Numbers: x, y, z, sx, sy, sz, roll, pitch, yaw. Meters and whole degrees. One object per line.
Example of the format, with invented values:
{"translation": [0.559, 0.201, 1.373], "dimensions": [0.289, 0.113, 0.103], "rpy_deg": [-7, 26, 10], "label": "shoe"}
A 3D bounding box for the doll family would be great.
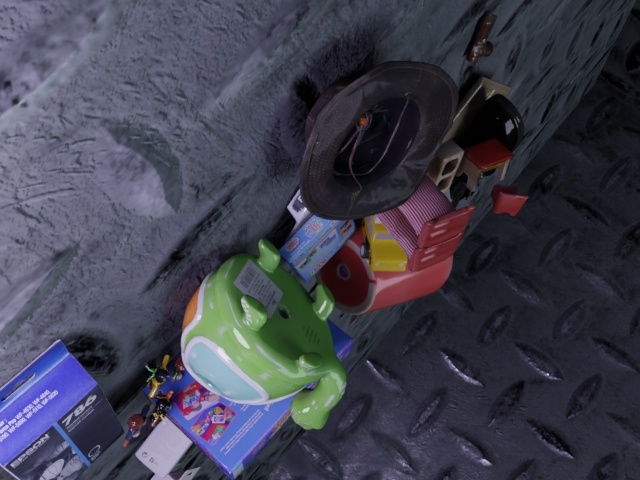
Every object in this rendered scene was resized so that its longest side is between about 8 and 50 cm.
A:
{"translation": [-0.290, 0.275, 1.247], "dimensions": [0.111, 0.076, 0.193], "rpy_deg": [139, -31, -66], "label": "doll family"}

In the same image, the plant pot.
{"translation": [0.133, 0.042, 1.661], "dimensions": [0.243, 0.275, 0.275], "rpy_deg": [-22, 148, -40], "label": "plant pot"}

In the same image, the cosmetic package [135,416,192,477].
{"translation": [-0.276, 0.371, 1.485], "dimensions": [0.231, 0.085, 0.117], "rpy_deg": [-51, 178, 6], "label": "cosmetic package"}

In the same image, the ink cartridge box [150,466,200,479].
{"translation": [-0.395, 0.626, 1.777], "dimensions": [0.181, 0.061, 0.104], "rpy_deg": [-50, 164, -3], "label": "ink cartridge box"}

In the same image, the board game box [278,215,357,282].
{"translation": [0.000, 0.000, 1.418], "dimensions": [0.160, 0.039, 0.211], "rpy_deg": [-46, 164, -5], "label": "board game box"}

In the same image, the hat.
{"translation": [0.068, -0.184, 1.186], "dimensions": [0.331, 0.134, 0.331], "rpy_deg": [-27, 141, -25], "label": "hat"}

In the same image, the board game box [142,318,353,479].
{"translation": [-0.136, 0.254, 1.387], "dimensions": [0.347, 0.233, 0.078], "rpy_deg": [-44, 162, -23], "label": "board game box"}

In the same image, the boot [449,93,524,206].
{"translation": [0.386, -0.206, 1.862], "dimensions": [0.260, 0.131, 0.348], "rpy_deg": [-37, 159, -17], "label": "boot"}

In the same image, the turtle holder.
{"translation": [-0.097, 0.177, 1.246], "dimensions": [0.227, 0.243, 0.320], "rpy_deg": [-38, 133, 27], "label": "turtle holder"}

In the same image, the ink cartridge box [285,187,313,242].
{"translation": [0.020, -0.098, 1.385], "dimensions": [0.208, 0.045, 0.206], "rpy_deg": [-55, 163, 21], "label": "ink cartridge box"}

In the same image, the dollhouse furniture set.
{"translation": [0.284, -0.107, 1.435], "dimensions": [0.374, 0.201, 0.152], "rpy_deg": [-21, 147, -27], "label": "dollhouse furniture set"}

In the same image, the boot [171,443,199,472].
{"translation": [-0.287, 0.453, 1.707], "dimensions": [0.246, 0.083, 0.161], "rpy_deg": [-39, 167, -20], "label": "boot"}

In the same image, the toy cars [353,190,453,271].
{"translation": [0.195, -0.092, 1.570], "dimensions": [0.394, 0.176, 0.087], "rpy_deg": [-48, 167, -36], "label": "toy cars"}

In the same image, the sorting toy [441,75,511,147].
{"translation": [0.369, -0.303, 1.889], "dimensions": [0.229, 0.041, 0.307], "rpy_deg": [-8, 140, -56], "label": "sorting toy"}

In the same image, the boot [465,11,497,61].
{"translation": [0.376, -0.467, 1.587], "dimensions": [0.106, 0.037, 0.114], "rpy_deg": [-41, 156, -38], "label": "boot"}

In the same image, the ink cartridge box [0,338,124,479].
{"translation": [-0.398, 0.283, 1.057], "dimensions": [0.165, 0.065, 0.333], "rpy_deg": [-43, 161, -24], "label": "ink cartridge box"}
